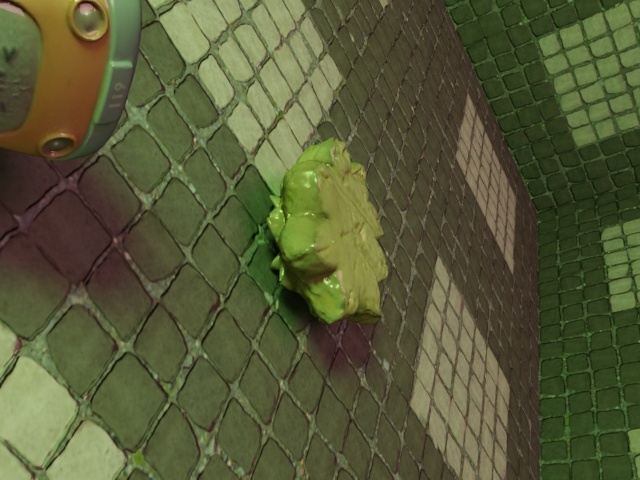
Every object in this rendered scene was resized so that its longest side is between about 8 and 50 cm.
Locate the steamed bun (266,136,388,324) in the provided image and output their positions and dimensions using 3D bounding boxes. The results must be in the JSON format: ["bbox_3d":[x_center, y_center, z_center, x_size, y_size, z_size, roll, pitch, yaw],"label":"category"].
[{"bbox_3d":[0.000,0.000,1.030,0.292,0.137,0.295,-45,122,-63],"label":"steamed bun"}]

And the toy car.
[{"bbox_3d":[-0.285,-0.184,0.525,0.270,0.180,0.212,41,33,22],"label":"toy car"}]
